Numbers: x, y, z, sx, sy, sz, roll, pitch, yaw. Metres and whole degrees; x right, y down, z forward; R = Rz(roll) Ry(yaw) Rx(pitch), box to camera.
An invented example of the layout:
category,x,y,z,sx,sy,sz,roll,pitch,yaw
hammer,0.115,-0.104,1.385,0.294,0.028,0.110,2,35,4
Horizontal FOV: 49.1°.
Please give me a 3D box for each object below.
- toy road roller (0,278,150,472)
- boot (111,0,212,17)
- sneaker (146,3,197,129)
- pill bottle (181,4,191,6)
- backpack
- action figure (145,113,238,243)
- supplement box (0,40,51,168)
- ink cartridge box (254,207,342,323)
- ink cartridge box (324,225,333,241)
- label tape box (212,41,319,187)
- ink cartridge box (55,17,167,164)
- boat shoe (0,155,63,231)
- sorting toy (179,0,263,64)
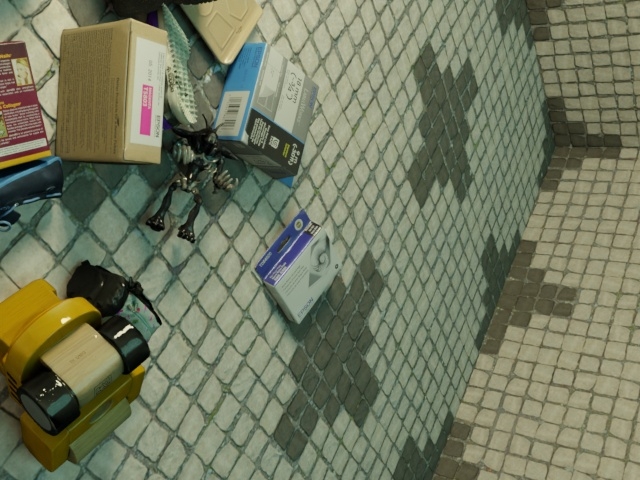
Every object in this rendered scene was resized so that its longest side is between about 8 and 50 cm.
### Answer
category,x,y,z,sx,sy,sz,roll,pitch,yaw
toy road roller,-0.450,0.217,1.203,0.202,0.240,0.330,-41,164,-37
boot,-0.260,-0.531,1.220,0.118,0.338,0.223,-85,162,-52
sneaker,-0.330,-0.328,1.336,0.102,0.146,0.293,54,21,-58
pill bottle,-0.291,-0.559,1.348,0.193,0.108,0.108,46,57,-33
backpack,-0.385,0.136,1.317,0.115,0.152,0.182,-52,144,-23
action figure,-0.253,-0.138,1.446,0.164,0.141,0.276,25,77,-28
supplement box,-0.513,-0.214,1.109,0.104,0.080,0.188,-29,119,-50
ink cartridge box,-0.050,0.068,1.840,0.223,0.045,0.224,-53,135,-25
ink cartridge box,0.000,0.000,1.945,0.083,0.028,0.048,-51,135,-38
label tape box,-0.097,-0.289,1.690,0.333,0.105,0.241,27,74,-54
ink cartridge box,-0.366,-0.251,1.221,0.088,0.193,0.235,1,95,-56
boat shoe,-0.508,-0.060,1.122,0.258,0.109,0.089,-34,126,-46
sorting toy,-0.227,-0.521,1.531,0.208,0.038,0.193,50,54,-41
